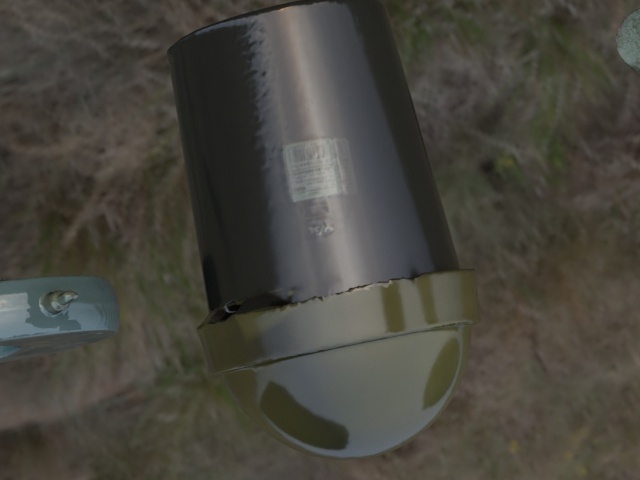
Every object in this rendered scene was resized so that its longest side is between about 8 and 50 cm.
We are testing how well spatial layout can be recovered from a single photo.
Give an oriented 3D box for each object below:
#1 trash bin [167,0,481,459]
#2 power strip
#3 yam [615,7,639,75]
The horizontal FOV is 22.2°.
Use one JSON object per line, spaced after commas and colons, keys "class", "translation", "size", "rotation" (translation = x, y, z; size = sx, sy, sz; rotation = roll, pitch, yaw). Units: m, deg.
{"class": "trash bin", "translation": [0.000, 0.000, 1.235], "size": [0.214, 0.333, 0.214], "rotation": [-15, 175, -1]}
{"class": "power strip", "translation": [-0.258, 0.068, 1.431], "size": [0.168, 0.054, 0.253], "rotation": [-10, 172, -17]}
{"class": "yam", "translation": [0.485, -0.253, 2.243], "size": [0.106, 0.106, 0.259], "rotation": [-37, 159, 18]}
